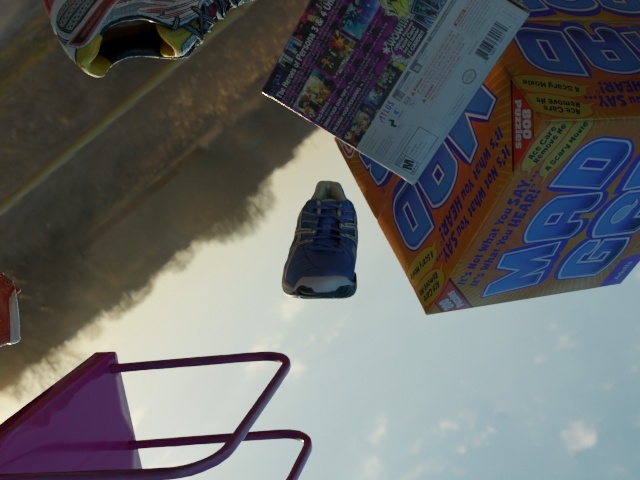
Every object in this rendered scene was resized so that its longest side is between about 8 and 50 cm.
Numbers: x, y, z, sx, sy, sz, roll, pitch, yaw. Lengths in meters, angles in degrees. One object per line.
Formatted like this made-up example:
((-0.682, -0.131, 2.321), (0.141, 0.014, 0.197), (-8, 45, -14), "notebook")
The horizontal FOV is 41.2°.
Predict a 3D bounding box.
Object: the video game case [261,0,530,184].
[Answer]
((0.078, -0.209, 0.941), (0.232, 0.210, 0.042), (-58, -177, 27), "video game case")

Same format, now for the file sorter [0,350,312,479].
((-0.096, 0.243, 0.600), (0.182, 0.290, 0.202), (-6, -168, 15), "file sorter")

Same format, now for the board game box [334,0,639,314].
((0.285, -0.161, 1.195), (0.356, 0.356, 0.356), (-7, 142, -25), "board game box")

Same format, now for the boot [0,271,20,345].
((-0.340, 0.034, 0.831), (0.085, 0.158, 0.059), (-8, 174, -31), "boot")

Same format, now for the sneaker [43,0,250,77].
((-0.107, -0.194, 0.703), (0.225, 0.092, 0.088), (-20, 161, -5), "sneaker")

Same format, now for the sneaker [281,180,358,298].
((0.000, 0.000, 0.888), (0.080, 0.081, 0.211), (0, -159, -1), "sneaker")
